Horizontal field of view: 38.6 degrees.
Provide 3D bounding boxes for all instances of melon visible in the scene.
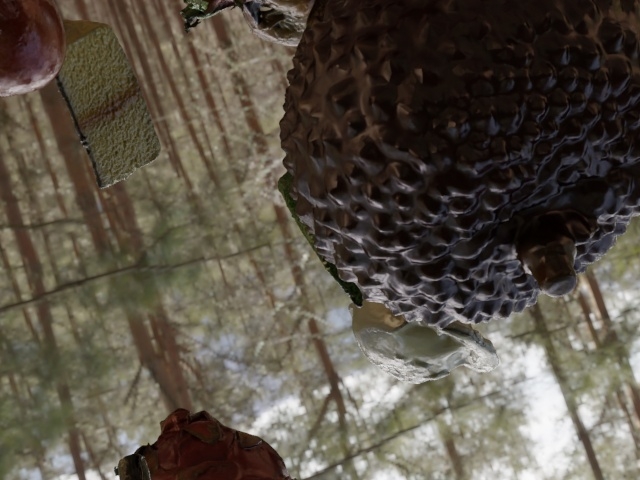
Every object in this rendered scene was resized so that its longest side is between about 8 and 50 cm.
[{"bbox_3d":[0.001,0.000,1.341,0.053,0.261,0.114,-23,139,-4],"label":"melon"}]

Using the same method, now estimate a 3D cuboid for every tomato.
[{"bbox_3d":[-0.356,-0.233,1.001,0.167,0.167,0.167,-17,171,-3],"label":"tomato"}]

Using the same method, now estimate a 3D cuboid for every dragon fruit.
[{"bbox_3d":[-0.152,-0.446,1.555,0.236,0.135,0.137,-49,-158,-5],"label":"dragon fruit"},{"bbox_3d":[-0.151,0.421,1.355,0.277,0.277,0.342,-15,-146,-18],"label":"dragon fruit"}]

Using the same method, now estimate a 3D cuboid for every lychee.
[{"bbox_3d":[0.106,-0.078,0.638,0.276,0.304,0.275,-12,140,-10],"label":"lychee"}]

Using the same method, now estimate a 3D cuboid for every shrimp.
[{"bbox_3d":[-0.105,-0.452,1.729,0.287,0.063,0.152,19,136,-34],"label":"shrimp"}]

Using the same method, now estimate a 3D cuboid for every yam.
[{"bbox_3d":[-0.134,0.221,0.682,0.027,0.129,0.033,11,128,-28],"label":"yam"}]

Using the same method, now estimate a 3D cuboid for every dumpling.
[{"bbox_3d":[0.228,0.184,1.891,0.316,0.233,0.395,29,164,-16],"label":"dumpling"}]

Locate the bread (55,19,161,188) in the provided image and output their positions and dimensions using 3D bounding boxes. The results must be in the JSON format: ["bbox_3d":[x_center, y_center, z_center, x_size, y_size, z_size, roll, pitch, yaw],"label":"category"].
[{"bbox_3d":[-0.383,-0.223,1.472,0.135,0.240,0.178,-37,-144,-30],"label":"bread"}]

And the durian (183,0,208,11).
[{"bbox_3d":[-0.173,-0.333,1.138,0.086,0.100,0.215,-13,-164,0],"label":"durian"}]

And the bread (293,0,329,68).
[{"bbox_3d":[0.021,-0.369,1.646,0.103,0.172,0.132,16,-165,-23],"label":"bread"}]
